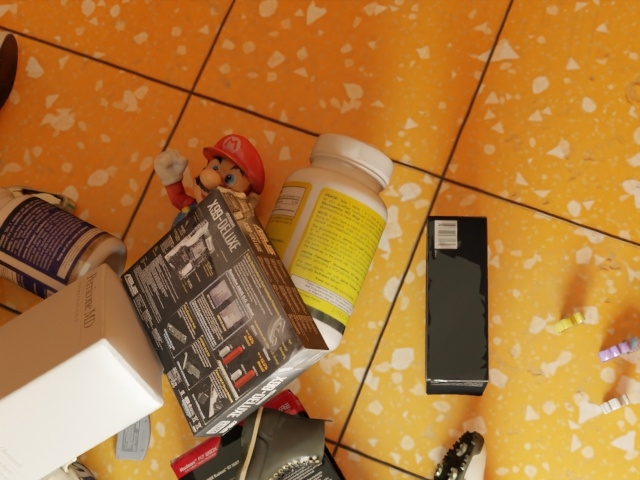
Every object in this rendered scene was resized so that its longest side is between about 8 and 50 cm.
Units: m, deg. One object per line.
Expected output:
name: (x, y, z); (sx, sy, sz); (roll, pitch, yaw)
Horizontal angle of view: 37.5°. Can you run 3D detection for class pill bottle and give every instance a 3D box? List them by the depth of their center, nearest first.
pill bottle: (0.000, 0.000, 1.572); (0.188, 0.188, 0.334); (20, 78, 11)
pill bottle: (-0.484, 0.012, 1.635); (0.265, 0.153, 0.153); (26, 79, 9)

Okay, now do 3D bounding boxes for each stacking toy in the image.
stacking toy: (0.518, 0.165, 1.539); (0.221, 0.052, 0.167); (-24, 73, -1)

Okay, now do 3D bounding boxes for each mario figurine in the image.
mario figurine: (-0.214, -0.042, 1.613); (0.198, 0.170, 0.320); (29, 86, -22)

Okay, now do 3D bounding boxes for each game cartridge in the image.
game cartridge: (-0.318, 0.332, 1.605); (0.056, 0.017, 0.083); (2, 75, 11)

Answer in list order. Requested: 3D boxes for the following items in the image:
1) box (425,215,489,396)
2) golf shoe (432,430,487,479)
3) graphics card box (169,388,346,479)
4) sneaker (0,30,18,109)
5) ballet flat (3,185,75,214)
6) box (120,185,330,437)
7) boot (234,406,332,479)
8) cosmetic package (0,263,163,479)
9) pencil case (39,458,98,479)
box: (0.218, 0.110, 1.519); (0.103, 0.184, 0.261); (1, 75, 4)
golf shoe: (0.226, 0.439, 1.484); (0.120, 0.105, 0.272); (19, 81, -7)
graphics card box: (-0.049, 0.456, 1.499); (0.233, 0.094, 0.371); (-32, 72, -3)
sneaker: (-0.665, -0.269, 1.765); (0.123, 0.106, 0.290); (16, 78, 8)
ballet flat: (-0.531, -0.077, 1.724); (0.168, 0.052, 0.057); (5, 73, 8)
box: (-0.156, 0.109, 1.455); (0.242, 0.076, 0.307); (-41, 63, 21)
boot: (-0.059, 0.357, 1.446); (0.137, 0.077, 0.197); (7, 76, 2)
cosmetic package: (-0.480, 0.255, 1.484); (0.453, 0.161, 0.230); (-31, 30, 5)
pencil case: (-0.507, 0.503, 1.490); (0.410, 0.183, 0.160); (-41, 49, -5)
